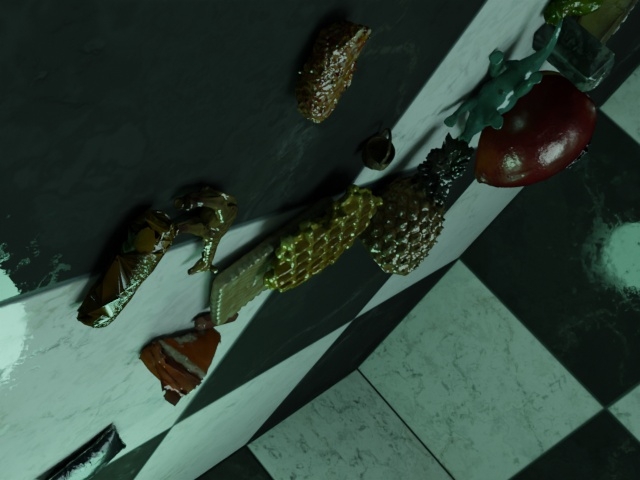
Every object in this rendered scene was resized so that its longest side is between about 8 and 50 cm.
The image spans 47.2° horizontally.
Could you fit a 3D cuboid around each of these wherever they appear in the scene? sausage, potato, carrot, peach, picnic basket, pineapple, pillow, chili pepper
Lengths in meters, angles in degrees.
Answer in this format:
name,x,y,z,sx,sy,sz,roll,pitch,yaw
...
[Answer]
name,x,y,z,sx,sy,sz,roll,pitch,yaw
sausage,-0.230,0.174,1.610,0.030,0.035,0.147,-44,163,19
potato,0.712,-0.569,1.820,0.243,0.098,0.138,-52,166,12
carrot,-0.288,0.047,1.075,0.229,0.069,0.069,-50,163,29
peach,0.530,-0.291,1.879,0.361,0.258,0.201,-37,147,11
picnic basket,0.121,-0.183,1.451,0.072,0.072,0.083,-33,171,-30
pineapple,0.240,-0.089,1.763,0.362,0.202,0.202,-50,163,17
pillow,-0.558,0.530,1.732,0.208,0.055,0.141,-37,155,-24
chili pepper,0.582,-0.533,1.644,0.204,0.073,0.072,-23,176,-23

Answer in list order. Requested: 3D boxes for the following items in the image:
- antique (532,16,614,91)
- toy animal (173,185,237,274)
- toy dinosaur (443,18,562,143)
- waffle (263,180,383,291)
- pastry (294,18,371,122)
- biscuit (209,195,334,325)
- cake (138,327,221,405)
name,x,y,z,sx,sy,sz,roll,pitch,yaw
antique,0.594,-0.439,1.712,0.088,0.183,0.086,-44,164,2
toy animal,-0.188,-0.013,1.184,0.149,0.054,0.275,-39,165,-3
toy dinosaur,0.439,-0.356,1.751,0.383,0.129,0.331,-46,173,20
waffle,0.006,-0.003,1.520,0.300,0.058,0.282,-29,158,-43
pastry,0.008,-0.244,1.036,0.087,0.063,0.169,-39,162,-47
biscuit,-0.103,0.040,1.537,0.325,0.044,0.217,-38,162,-25
cake,-0.292,0.239,1.563,0.098,0.135,0.287,-51,-177,13
